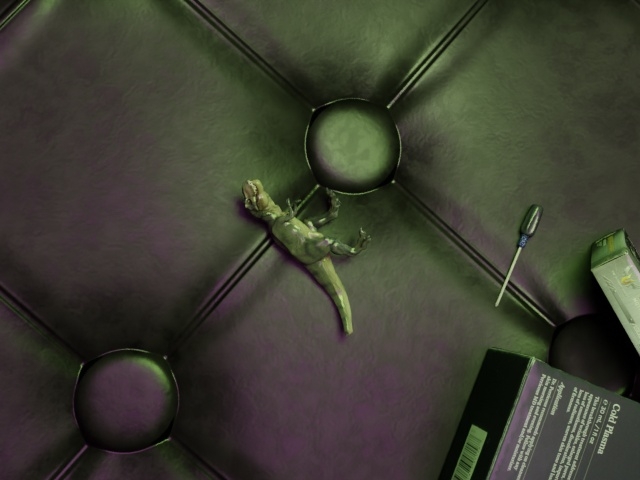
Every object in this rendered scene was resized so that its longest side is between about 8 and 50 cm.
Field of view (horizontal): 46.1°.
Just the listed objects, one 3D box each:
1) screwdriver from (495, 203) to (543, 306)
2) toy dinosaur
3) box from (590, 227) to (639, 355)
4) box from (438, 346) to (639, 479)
[{"bbox_3d":[0.302,0.023,1.150,0.024,0.025,0.169,24,83,-5],"label":"screwdriver"},{"bbox_3d":[0.000,0.000,1.097,0.118,0.064,0.268,-39,94,-2],"label":"toy dinosaur"},{"bbox_3d":[0.472,0.107,1.087,0.056,0.183,0.231,-30,89,22],"label":"box"},{"bbox_3d":[0.342,0.369,1.053,0.313,0.179,0.343,23,84,-4],"label":"box"}]
